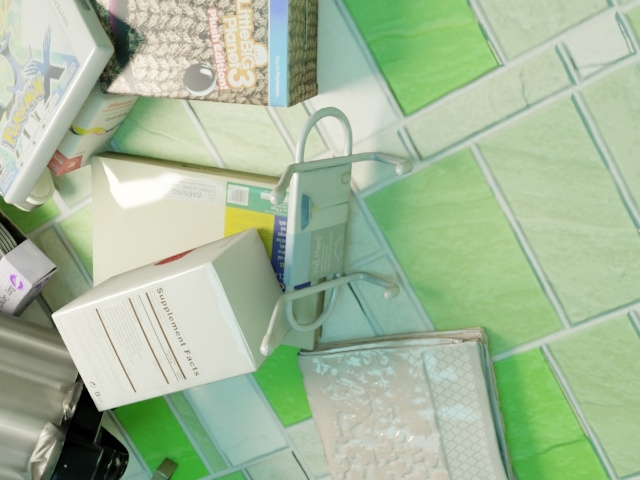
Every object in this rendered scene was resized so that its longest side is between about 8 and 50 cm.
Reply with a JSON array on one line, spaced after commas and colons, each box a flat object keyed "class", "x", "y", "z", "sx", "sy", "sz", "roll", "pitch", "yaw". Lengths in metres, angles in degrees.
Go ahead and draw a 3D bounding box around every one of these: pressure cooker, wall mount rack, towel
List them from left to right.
[{"class": "pressure cooker", "x": -0.523, "y": 0.309, "z": 1.264, "sx": 0.420, "sy": 0.370, "sz": 0.375, "roll": 22, "pitch": 121, "yaw": -20}, {"class": "wall mount rack", "x": 0.000, "y": 0.000, "z": 1.065, "sx": 0.130, "sy": 0.304, "sz": 0.350, "roll": 21, "pitch": 115, "yaw": 39}, {"class": "towel", "x": 0.144, "y": 0.314, "z": 1.258, "sx": 0.317, "sy": 0.053, "sz": 0.331, "roll": -10, "pitch": 103, "yaw": 20}]

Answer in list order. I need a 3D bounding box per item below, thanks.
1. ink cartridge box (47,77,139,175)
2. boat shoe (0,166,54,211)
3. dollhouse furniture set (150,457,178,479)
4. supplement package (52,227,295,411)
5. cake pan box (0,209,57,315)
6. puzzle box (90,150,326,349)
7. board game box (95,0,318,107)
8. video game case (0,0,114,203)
[{"class": "ink cartridge box", "x": -0.361, "y": -0.204, "z": 1.211, "sx": 0.067, "sy": 0.115, "sz": 0.198, "roll": 41, "pitch": 115, "yaw": 1}, {"class": "boat shoe", "x": -0.576, "y": -0.159, "z": 1.301, "sx": 0.305, "sy": 0.109, "sz": 0.091, "roll": 47, "pitch": 115, "yaw": 5}, {"class": "dollhouse furniture set", "x": -0.313, "y": 0.534, "z": 1.411, "sx": 0.101, "sy": 0.161, "sz": 0.182, "roll": 32, "pitch": 115, "yaw": 5}, {"class": "supplement package", "x": -0.220, "y": 0.121, "z": 1.182, "sx": 0.293, "sy": 0.177, "sz": 0.175, "roll": -18, "pitch": 101, "yaw": 21}, {"class": "cake pan box", "x": -0.605, "y": 0.027, "z": 1.342, "sx": 0.246, "sy": 0.070, "sz": 0.267, "roll": 46, "pitch": 134, "yaw": -7}, {"class": "puzzle box", "x": -0.186, "y": 0.014, "z": 1.262, "sx": 0.409, "sy": 0.052, "sz": 0.272, "roll": 11, "pitch": 110, "yaw": 14}, {"class": "board game box", "x": -0.158, "y": -0.322, "z": 1.095, "sx": 0.291, "sy": 0.141, "sz": 0.232, "roll": 6, "pitch": 109, "yaw": 16}, {"class": "video game case", "x": -0.451, "y": -0.273, "z": 1.167, "sx": 0.329, "sy": 0.036, "sz": 0.300, "roll": -47, "pitch": 61, "yaw": 32}]
